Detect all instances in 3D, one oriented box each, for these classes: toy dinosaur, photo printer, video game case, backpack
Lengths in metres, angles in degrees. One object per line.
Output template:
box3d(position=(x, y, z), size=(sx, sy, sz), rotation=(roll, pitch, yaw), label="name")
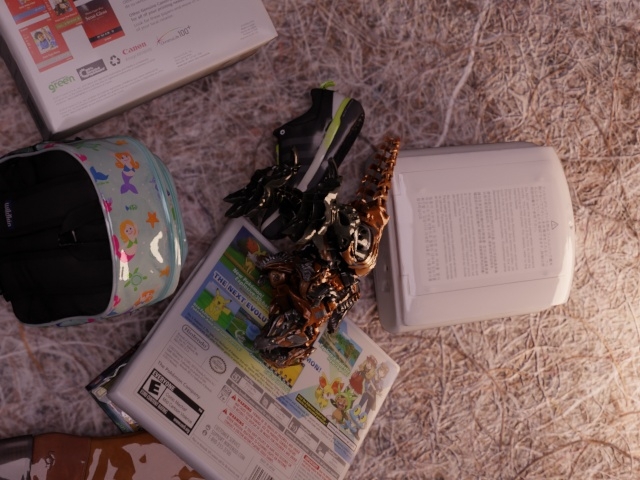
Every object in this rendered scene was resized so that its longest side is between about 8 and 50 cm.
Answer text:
box3d(position=(0.000, 0.000, 1.278), size=(0.218, 0.164, 0.322), rotation=(48, 48, -43), label="toy dinosaur")
box3d(position=(0.224, -0.012, 1.430), size=(0.307, 0.107, 0.256), rotation=(-7, 92, -20), label="photo printer")
box3d(position=(-0.071, 0.182, 1.293), size=(0.329, 0.036, 0.300), rotation=(44, 56, -18), label="video game case")
box3d(position=(-0.269, -0.014, 1.178), size=(0.191, 0.253, 0.225), rotation=(-15, 94, -39), label="backpack")

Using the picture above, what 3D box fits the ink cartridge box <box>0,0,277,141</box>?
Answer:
box3d(position=(-0.256, -0.308, 1.245), size=(0.309, 0.130, 0.272), rotation=(-27, 97, -18), label="ink cartridge box")

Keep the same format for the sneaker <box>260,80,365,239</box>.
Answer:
box3d(position=(-0.030, -0.111, 1.369), size=(0.097, 0.084, 0.235), rotation=(30, 80, 12), label="sneaker")

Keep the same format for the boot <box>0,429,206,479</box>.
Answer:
box3d(position=(-0.265, 0.359, 1.254), size=(0.280, 0.096, 0.264), rotation=(-1, 91, -19), label="boot")

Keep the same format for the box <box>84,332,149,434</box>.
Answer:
box3d(position=(-0.169, 0.179, 1.321), size=(0.233, 0.044, 0.159), rotation=(-40, 103, -15), label="box")
